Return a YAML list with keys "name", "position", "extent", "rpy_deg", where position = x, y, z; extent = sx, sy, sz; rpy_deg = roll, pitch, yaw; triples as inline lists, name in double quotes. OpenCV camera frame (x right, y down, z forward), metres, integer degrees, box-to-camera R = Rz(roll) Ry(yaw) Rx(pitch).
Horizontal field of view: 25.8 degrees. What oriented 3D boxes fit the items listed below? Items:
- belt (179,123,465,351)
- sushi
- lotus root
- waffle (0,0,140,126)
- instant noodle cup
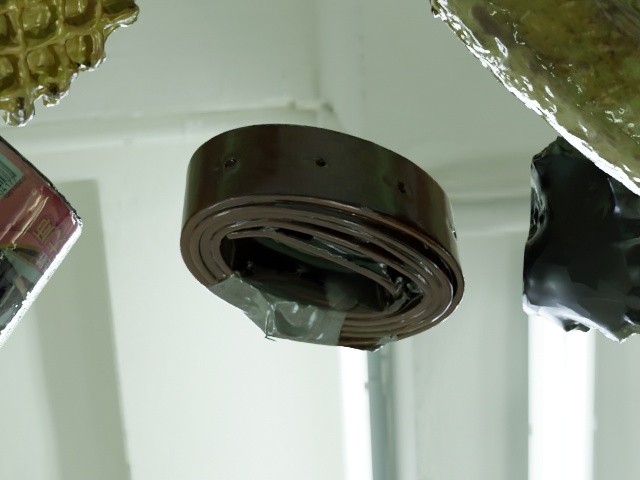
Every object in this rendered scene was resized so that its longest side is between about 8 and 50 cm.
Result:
- name: "belt"
  position: [0.000, 0.000, 1.241]
  extent: [0.261, 0.184, 0.105]
  rpy_deg: [22, -138, -25]
- name: "sushi"
  position: [0.311, -0.082, 1.140]
  extent: [0.328, 0.285, 0.328]
  rpy_deg: [-11, -177, 14]
- name: "lotus root"
  position: [0.112, -0.103, 0.614]
  extent: [0.110, 0.258, 0.097]
  rpy_deg: [-30, 168, -38]
- name: "waffle"
  position: [-0.182, -0.161, 0.787]
  extent: [0.070, 0.193, 0.197]
  rpy_deg: [34, -171, 37]
- name: "instant noodle cup"
  position: [-0.347, 0.031, 1.218]
  extent: [0.244, 0.244, 0.255]
  rpy_deg: [21, -114, 47]
